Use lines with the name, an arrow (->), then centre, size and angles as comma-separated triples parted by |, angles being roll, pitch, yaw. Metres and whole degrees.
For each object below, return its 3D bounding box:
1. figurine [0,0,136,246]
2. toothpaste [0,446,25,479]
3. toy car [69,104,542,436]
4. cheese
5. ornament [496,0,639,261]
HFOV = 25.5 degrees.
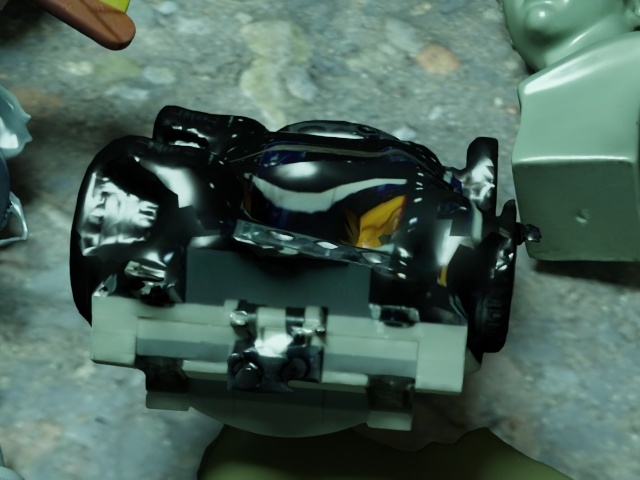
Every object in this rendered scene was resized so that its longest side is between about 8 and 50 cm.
figurine -> -0.250, -0.161, 0.810 | 0.277, 0.248, 0.388 | 1, 55, -11
toothpaste -> -0.138, 0.190, 0.576 | 0.114, 0.073, 0.299 | -10, 55, -16
toy car -> 0.000, 0.002, 0.686 | 0.193, 0.118, 0.301 | 4, 11, 3
cheese -> 0.030, 0.145, 0.620 | 0.202, 0.091, 0.175 | 27, 46, 19
ornament -> 0.170, -0.105, 0.876 | 0.120, 0.130, 0.285 | -7, 53, 8
